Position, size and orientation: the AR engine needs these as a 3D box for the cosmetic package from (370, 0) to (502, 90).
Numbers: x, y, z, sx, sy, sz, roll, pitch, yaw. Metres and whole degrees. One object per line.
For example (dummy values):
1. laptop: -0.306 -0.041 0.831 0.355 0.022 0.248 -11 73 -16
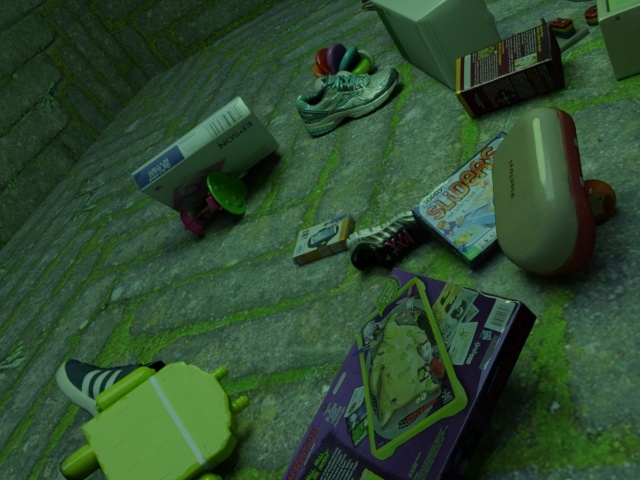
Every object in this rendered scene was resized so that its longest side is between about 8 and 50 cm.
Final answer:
1. cosmetic package: 0.275 -0.525 1.421 0.155 0.197 0.365 -34 29 8

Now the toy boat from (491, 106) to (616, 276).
1. toy boat: 0.329 -0.060 0.798 0.151 0.151 0.231 115 162 -61

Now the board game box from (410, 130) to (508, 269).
1. board game box: 0.261 -0.066 0.913 0.201 0.035 0.136 -41 56 -6

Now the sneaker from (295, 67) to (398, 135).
1. sneaker: 0.063 -0.376 1.507 0.283 0.122 0.110 -25 33 19

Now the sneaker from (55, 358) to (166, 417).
1. sneaker: -0.349 0.268 1.057 0.350 0.131 0.148 18 62 43

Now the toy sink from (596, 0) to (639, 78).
1. toy sink: 0.574 -0.417 1.024 0.153 0.131 0.234 -13 37 34

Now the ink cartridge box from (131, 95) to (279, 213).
1. ink cartridge box: -0.270 -0.194 1.523 0.324 0.330 0.071 -35 73 4

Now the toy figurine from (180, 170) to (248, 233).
1. toy figurine: -0.284 -0.086 1.503 0.159 0.130 0.173 -35 7 23

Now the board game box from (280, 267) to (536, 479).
1. board game box: 0.087 0.207 0.687 0.208 0.056 0.346 17 73 49

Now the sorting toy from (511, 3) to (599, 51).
1. sorting toy: 0.457 -0.422 1.238 0.274 0.046 0.132 -36 30 3

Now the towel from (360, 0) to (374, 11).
1. towel: 0.268 -0.701 1.682 0.282 0.049 0.187 -15 15 -30

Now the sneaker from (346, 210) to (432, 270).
1. sneaker: 0.120 0.007 0.989 0.170 0.063 0.074 -19 42 25

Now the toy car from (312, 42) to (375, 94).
1. toy car: 0.054 -0.492 1.660 0.182 0.136 0.159 -1 46 46

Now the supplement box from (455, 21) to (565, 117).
1. supplement box: 0.367 -0.329 1.147 0.188 0.081 0.104 -14 54 34

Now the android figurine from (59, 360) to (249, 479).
1. android figurine: -0.236 0.293 0.867 0.273 0.056 0.248 -36 59 -16

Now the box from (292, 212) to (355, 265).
1. box: 0.000 0.000 1.153 0.136 0.028 0.081 -19 35 26
